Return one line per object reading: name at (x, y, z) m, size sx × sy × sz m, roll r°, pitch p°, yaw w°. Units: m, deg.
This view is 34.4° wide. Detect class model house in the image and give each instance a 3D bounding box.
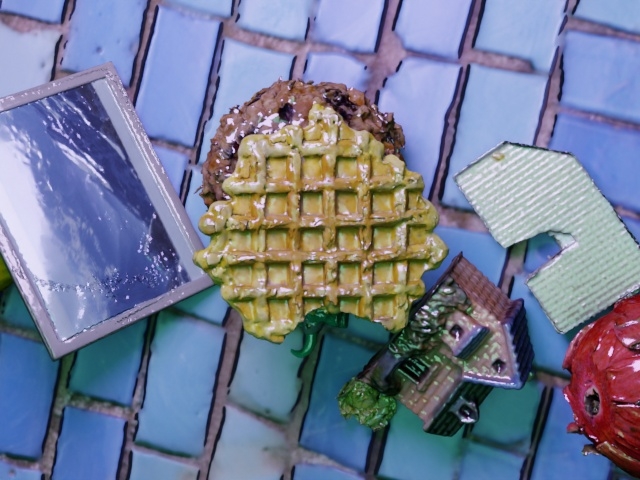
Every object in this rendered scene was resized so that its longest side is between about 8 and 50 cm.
model house at (0.171, 0.144, 1.257) m, size 0.172 × 0.166 × 0.183 m, roll 40°, pitch 109°, yaw 3°

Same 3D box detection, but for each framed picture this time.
framed picture at (-0.305, -0.045, 1.328) m, size 0.247 × 0.022 × 0.335 m, roll -25°, pitch 86°, yaw -28°

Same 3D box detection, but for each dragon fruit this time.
dragon fruit at (0.407, 0.162, 1.176) m, size 0.241 × 0.252 × 0.241 m, roll 7°, pitch 100°, yaw 45°

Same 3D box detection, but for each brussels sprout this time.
brussels sprout at (0.062, 0.206, 1.326) m, size 0.085 × 0.058 × 0.085 m, roll 3°, pitch 114°, yaw 6°

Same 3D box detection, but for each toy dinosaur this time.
toy dinosaur at (-0.014, 0.087, 1.340) m, size 0.096 × 0.059 × 0.132 m, roll 5°, pitch 84°, yaw 18°

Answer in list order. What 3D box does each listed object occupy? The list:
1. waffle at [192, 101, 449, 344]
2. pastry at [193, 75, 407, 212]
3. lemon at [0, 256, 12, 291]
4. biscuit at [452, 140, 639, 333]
waffle at (0.000, 0.000, 1.154) m, size 0.291 × 0.051 × 0.291 m, roll -1°, pitch 96°, yaw -9°
pastry at (-0.018, -0.073, 1.280) m, size 0.274 × 0.193 × 0.275 m, roll 2°, pitch 76°, yaw -7°
lemon at (-0.472, -0.012, 1.352) m, size 0.193 × 0.180 × 0.180 m, roll 38°, pitch 98°, yaw -22°
biscuit at (0.288, -0.018, 1.284) m, size 0.147 × 0.046 × 0.250 m, roll -37°, pitch 86°, yaw 10°
